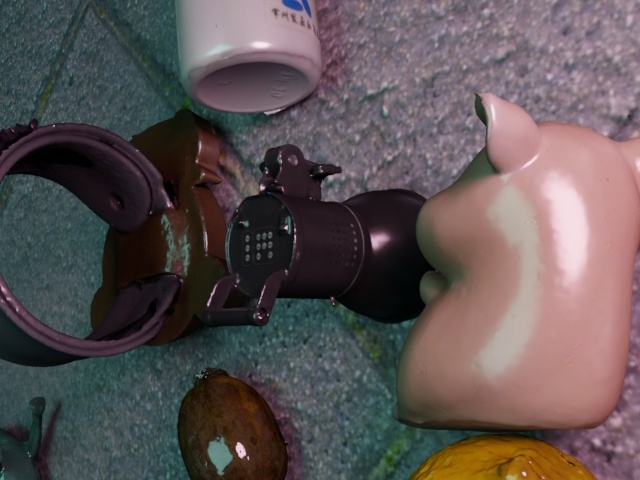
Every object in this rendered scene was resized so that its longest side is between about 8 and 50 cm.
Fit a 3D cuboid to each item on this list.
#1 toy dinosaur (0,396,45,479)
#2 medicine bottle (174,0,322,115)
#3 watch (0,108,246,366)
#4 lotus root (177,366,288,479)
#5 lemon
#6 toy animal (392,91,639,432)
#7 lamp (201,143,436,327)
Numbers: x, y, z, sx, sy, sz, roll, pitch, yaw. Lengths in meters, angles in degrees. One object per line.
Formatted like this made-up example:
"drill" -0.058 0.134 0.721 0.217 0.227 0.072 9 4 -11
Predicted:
"toy dinosaur" -0.542 0.452 1.301 0.331 0.129 0.383 -41 59 45
"medicine bottle" -0.095 -0.314 0.901 0.170 0.170 0.292 -20 72 41
"watch" -0.307 -0.012 0.957 0.314 0.327 0.335 -15 74 42
"lotus root" -0.105 0.245 0.878 0.120 0.120 0.209 -50 53 28
"lemon" 0.143 0.252 0.574 0.188 0.188 0.256 32 144 42
"toy animal" 0.164 0.039 0.607 0.213 0.195 0.256 168 108 -72
"lamp" 0.000 0.000 0.726 0.147 0.227 0.172 -6 81 44
